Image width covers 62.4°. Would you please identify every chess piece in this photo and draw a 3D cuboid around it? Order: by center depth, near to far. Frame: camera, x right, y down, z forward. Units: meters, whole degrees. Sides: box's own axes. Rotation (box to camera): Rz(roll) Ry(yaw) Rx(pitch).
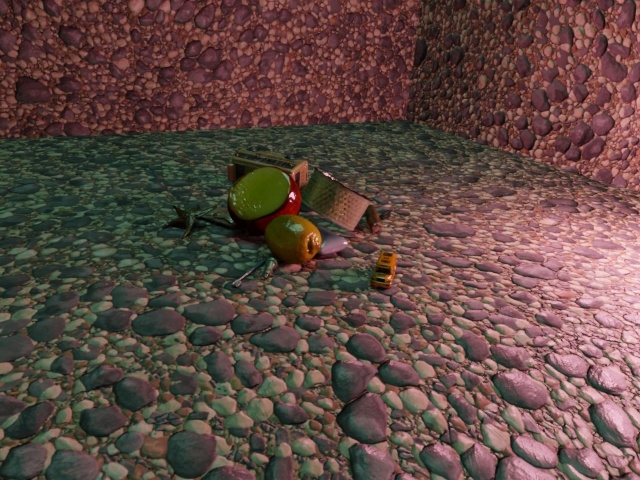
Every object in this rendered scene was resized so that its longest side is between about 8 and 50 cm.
[{"bbox_3d":[-0.170,0.096,1.734,0.042,0.042,0.093,7,31,6],"label":"chess piece"}]

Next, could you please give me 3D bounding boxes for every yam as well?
[{"bbox_3d":[0.221,-0.094,2.221,0.057,0.056,0.241,3,22,-3],"label":"yam"}]

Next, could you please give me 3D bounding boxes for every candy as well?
[{"bbox_3d":[0.000,0.000,1.936,0.138,0.071,0.174,-14,28,-35],"label":"candy"}]

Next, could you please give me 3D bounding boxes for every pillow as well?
[{"bbox_3d":[-0.400,-0.102,2.143,0.233,0.043,0.126,14,24,29],"label":"pillow"}]

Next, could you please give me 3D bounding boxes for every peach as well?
[{"bbox_3d":[-0.212,-0.136,2.007,0.275,0.245,0.248,-28,38,-10],"label":"peach"}]

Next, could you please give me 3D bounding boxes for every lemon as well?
[{"bbox_3d":[-0.096,-0.005,1.816,0.170,0.170,0.207,-19,37,-42],"label":"lemon"}]

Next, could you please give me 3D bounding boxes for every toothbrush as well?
[{"bbox_3d":[-0.227,0.102,1.732,0.019,0.016,0.219,14,25,18],"label":"toothbrush"}]

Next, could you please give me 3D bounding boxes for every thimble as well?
[{"bbox_3d":[0.059,-0.162,2.096,0.271,0.150,0.271,29,8,-5],"label":"thimble"}]

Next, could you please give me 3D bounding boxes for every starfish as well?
[{"bbox_3d":[-0.505,-0.090,2.042,0.213,0.057,0.238,-14,31,0],"label":"starfish"}]

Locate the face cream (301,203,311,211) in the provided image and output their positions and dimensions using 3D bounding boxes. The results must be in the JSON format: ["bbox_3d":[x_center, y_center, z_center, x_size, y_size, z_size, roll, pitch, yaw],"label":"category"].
[{"bbox_3d":[-0.014,-0.201,2.386,0.077,0.077,0.250,14,24,20],"label":"face cream"}]

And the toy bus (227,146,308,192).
[{"bbox_3d":[-0.254,-0.323,2.506,0.366,0.176,0.202,14,31,19],"label":"toy bus"}]

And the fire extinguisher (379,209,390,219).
[{"bbox_3d":[0.282,-0.106,2.288,0.038,0.025,0.083,37,32,12],"label":"fire extinguisher"}]

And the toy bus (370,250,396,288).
[{"bbox_3d":[0.212,0.096,1.750,0.070,0.074,0.162,11,23,11],"label":"toy bus"}]
